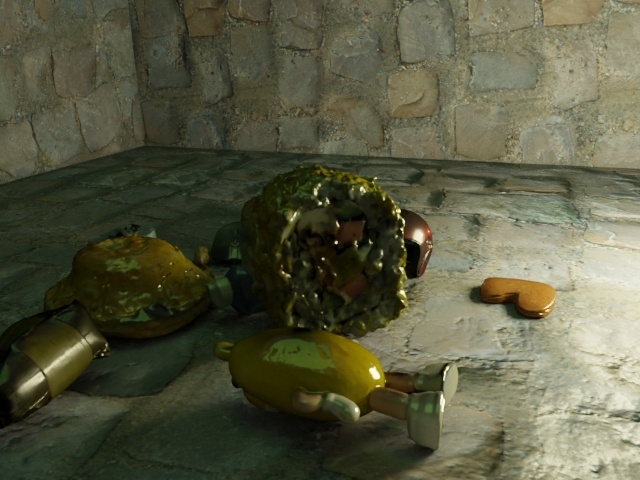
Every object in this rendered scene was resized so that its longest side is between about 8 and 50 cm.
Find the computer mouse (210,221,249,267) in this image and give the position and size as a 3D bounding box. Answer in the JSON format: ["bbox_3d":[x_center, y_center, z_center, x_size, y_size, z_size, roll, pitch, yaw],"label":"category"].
[{"bbox_3d":[-0.263,0.009,2.051,0.167,0.090,0.379,-4,20,-4],"label":"computer mouse"}]

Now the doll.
[{"bbox_3d":[0.051,0.249,1.190,0.423,0.161,0.348,16,12,41],"label":"doll"}]

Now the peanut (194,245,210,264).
[{"bbox_3d":[-0.366,0.047,1.994,0.053,0.054,0.113,-5,14,-8],"label":"peanut"}]

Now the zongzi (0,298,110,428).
[{"bbox_3d":[-0.627,0.260,1.281,0.317,0.154,0.289,-15,15,26],"label":"zongzi"}]

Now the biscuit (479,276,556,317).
[{"bbox_3d":[0.499,0.140,1.651,0.192,0.036,0.186,6,21,25],"label":"biscuit"}]

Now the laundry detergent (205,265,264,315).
[{"bbox_3d":[-0.151,0.109,1.631,0.289,0.143,0.094,-12,26,-29],"label":"laundry detergent"}]

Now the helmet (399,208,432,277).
[{"bbox_3d":[0.229,0.006,1.878,0.189,0.193,0.216,10,-21,29],"label":"helmet"}]

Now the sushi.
[{"bbox_3d":[0.002,0.030,1.474,0.351,0.397,0.240,-11,23,-13],"label":"sushi"}]

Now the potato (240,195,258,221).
[{"bbox_3d":[-0.171,-0.115,2.409,0.243,0.098,0.138,-10,21,-19],"label":"potato"}]

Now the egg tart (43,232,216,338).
[{"bbox_3d":[-0.481,0.096,1.646,0.443,0.178,0.443,-2,20,1],"label":"egg tart"}]

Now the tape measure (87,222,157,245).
[{"bbox_3d":[-0.610,0.011,2.048,0.182,0.107,0.181,5,26,29],"label":"tape measure"}]
